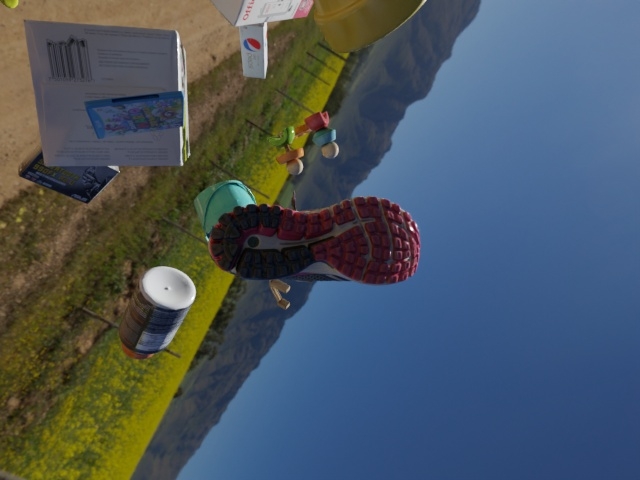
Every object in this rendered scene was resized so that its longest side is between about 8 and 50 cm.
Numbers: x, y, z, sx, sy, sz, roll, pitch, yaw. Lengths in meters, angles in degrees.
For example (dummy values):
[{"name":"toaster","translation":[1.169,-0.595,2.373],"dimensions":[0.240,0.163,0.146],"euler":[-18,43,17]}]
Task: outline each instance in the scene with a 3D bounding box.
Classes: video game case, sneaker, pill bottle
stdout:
[{"name":"video game case","translation":[-0.348,-0.240,0.773],"dimensions":[0.119,0.167,0.015],"euler":[-35,-108,67]},{"name":"sneaker","translation":[0.000,0.000,0.559],"dimensions":[0.112,0.300,0.120],"euler":[160,-67,-72]},{"name":"pill bottle","translation":[-0.405,0.187,0.976],"dimensions":[0.245,0.131,0.130],"euler":[-53,-169,31]}]

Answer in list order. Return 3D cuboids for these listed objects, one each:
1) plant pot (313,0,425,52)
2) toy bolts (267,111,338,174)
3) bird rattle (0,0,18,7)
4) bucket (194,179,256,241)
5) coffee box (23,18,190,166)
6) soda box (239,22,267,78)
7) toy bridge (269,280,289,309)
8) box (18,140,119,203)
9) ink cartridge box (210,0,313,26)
[{"name":"plant pot","translation":[0.063,-0.553,0.794],"dimensions":[0.254,0.239,0.253],"euler":[-25,-139,25]},{"name":"toy bolts","translation":[-0.035,-0.345,1.449],"dimensions":[0.229,0.158,0.218],"euler":[-19,-170,30]},{"name":"bird rattle","translation":[-0.940,-0.730,1.066],"dimensions":[0.253,0.143,0.206],"euler":[-61,146,-70]},{"name":"bucket","translation":[-0.423,-0.133,1.825],"dimensions":[0.281,0.183,0.281],"euler":[-27,169,-6]},{"name":"coffee box","translation":[-0.560,-0.397,1.145],"dimensions":[0.334,0.338,0.337],"euler":[-130,-140,-68]},{"name":"soda box","translation":[-0.204,-0.602,1.242],"dimensions":[0.216,0.074,0.069],"euler":[111,-16,-72]},{"name":"toy bridge","translation":[-0.125,0.137,1.226],"dimensions":[0.026,0.063,0.188],"euler":[-48,155,-37]},{"name":"box","translation":[-0.837,-0.239,1.354],"dimensions":[0.183,0.231,0.056],"euler":[-38,-124,13]},{"name":"ink cartridge box","translation":[-0.116,-0.657,0.985],"dimensions":[0.283,0.117,0.207],"euler":[-37,176,-40]}]
